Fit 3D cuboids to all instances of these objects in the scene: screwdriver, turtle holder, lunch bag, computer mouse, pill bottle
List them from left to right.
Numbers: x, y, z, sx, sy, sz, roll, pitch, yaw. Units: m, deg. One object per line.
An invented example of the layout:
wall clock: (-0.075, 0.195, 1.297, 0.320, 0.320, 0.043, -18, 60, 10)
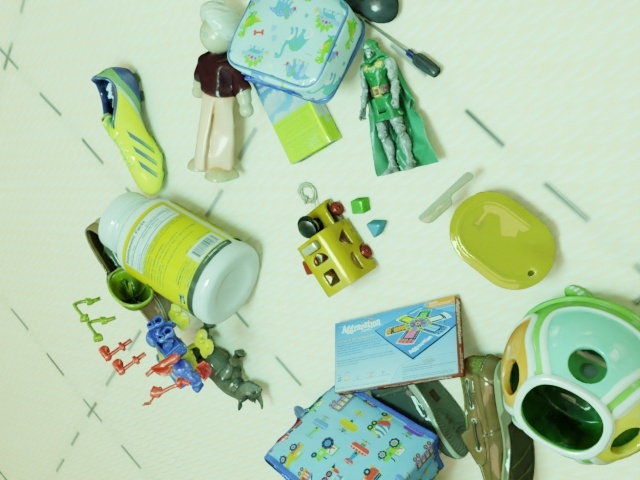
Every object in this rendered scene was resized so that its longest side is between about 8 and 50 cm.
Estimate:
pill bottle: (-0.312, 0.026, 1.516, 0.334, 0.188, 0.188, 29, 121, 24)
lunch bag: (-0.047, -0.340, 1.216, 0.219, 0.090, 0.176, 24, 91, 30)
computer mouse: (0.032, -0.442, 1.197, 0.242, 0.041, 0.071, 35, 124, 20)
lunch bag: (0.047, 0.400, 1.333, 0.293, 0.221, 0.138, 30, 152, 36)
screwdriver: (0.137, -0.328, 1.186, 0.170, 0.025, 0.024, 45, 127, 24)
turtle holder: (0.419, 0.241, 1.064, 0.320, 0.227, 0.243, 49, 126, 10)

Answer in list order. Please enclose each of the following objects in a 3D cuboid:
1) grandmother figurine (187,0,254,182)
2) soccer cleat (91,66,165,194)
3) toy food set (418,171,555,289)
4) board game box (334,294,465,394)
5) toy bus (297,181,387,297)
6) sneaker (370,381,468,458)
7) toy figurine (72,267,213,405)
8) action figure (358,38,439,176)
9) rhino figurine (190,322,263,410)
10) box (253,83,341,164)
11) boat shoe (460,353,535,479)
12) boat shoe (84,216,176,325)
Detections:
grandmother figurine: (-0.200, -0.290, 1.373, 0.207, 0.104, 0.343, 23, 120, 34)
soccer cleat: (-0.428, -0.234, 1.541, 0.093, 0.121, 0.289, -5, 104, 35)
toy food set: (0.287, -0.013, 1.171, 0.218, 0.071, 0.128, 41, 101, 13)
board game box: (0.140, 0.202, 1.321, 0.281, 0.027, 0.145, -18, 61, 38)
toy bus: (0.010, 0.007, 1.338, 0.202, 0.104, 0.191, 16, 115, 29)
sneaker: (0.191, 0.331, 1.357, 0.222, 0.083, 0.118, 58, 133, 16)
toy figurine: (-0.368, 0.250, 1.568, 0.362, 0.191, 0.217, 38, 156, 32)
action figure: (0.113, -0.231, 1.211, 0.137, 0.063, 0.232, -11, 97, 40)
rhino figurine: (-0.214, 0.302, 1.621, 0.243, 0.073, 0.106, 41, 119, 18)
box: (-0.047, -0.246, 1.323, 0.109, 0.042, 0.178, -26, 90, 37)
boat shoe: (0.314, 0.352, 1.264, 0.104, 0.110, 0.307, 1, 98, 38)
boat shoe: (-0.460, 0.087, 1.685, 0.123, 0.116, 0.324, -36, 85, 38)
